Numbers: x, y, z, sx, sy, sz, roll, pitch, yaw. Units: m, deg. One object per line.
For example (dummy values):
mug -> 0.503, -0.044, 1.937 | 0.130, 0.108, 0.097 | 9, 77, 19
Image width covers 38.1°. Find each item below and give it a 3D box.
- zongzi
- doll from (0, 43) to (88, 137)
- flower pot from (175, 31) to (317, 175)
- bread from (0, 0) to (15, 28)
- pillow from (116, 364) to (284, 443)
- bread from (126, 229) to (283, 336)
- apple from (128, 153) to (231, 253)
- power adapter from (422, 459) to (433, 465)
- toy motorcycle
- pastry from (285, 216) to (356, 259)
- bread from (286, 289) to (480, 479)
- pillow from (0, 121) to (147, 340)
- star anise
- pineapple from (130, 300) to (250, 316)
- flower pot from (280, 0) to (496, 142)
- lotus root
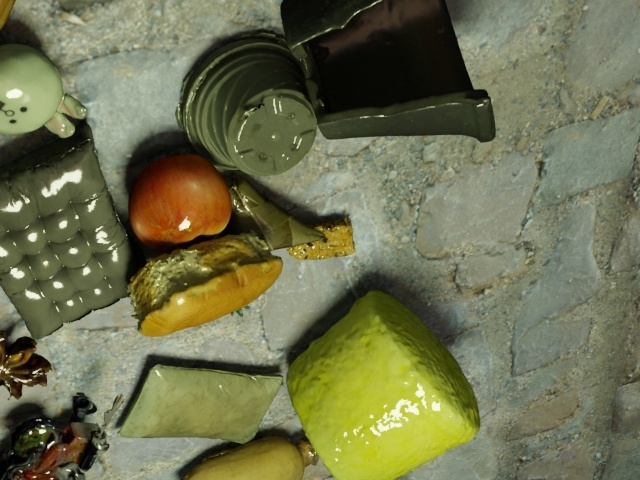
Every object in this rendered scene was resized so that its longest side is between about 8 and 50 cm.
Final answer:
zongzi -> -0.084, -0.049, 1.588 | 0.176, 0.078, 0.160 | -10, 130, -5
doll -> -0.448, -0.223, 1.248 | 0.275, 0.113, 0.155 | 16, 130, -44
flower pot -> -0.094, -0.192, 1.453 | 0.235, 0.140, 0.236 | -14, 126, -21
bread -> -0.490, -0.391, 1.053 | 0.324, 0.167, 0.278 | 23, 100, -31
pillow -> -0.223, 0.321, 1.792 | 0.302, 0.075, 0.185 | 11, 119, -34
bread -> -0.185, 0.068, 1.486 | 0.245, 0.121, 0.174 | -14, 170, -42
apple -> -0.223, -0.060, 1.467 | 0.163, 0.139, 0.163 | -23, 174, -3
power adapter -> 0.218, 0.383, 2.057 | 0.125, 0.130, 0.205 | 5, 121, -33
toy motorcycle -> -0.468, 0.391, 1.660 | 0.207, 0.134, 0.401 | 16, 115, -38
pastry -> 0.000, 0.000, 1.703 | 0.140, 0.056, 0.080 | -10, 115, -21
bread -> 0.113, 0.296, 1.810 | 0.307, 0.348, 0.348 | -36, 134, 12
pillow -> -0.405, -0.003, 1.438 | 0.228, 0.101, 0.326 | -24, 130, -10
star anise -> -0.555, 0.224, 1.531 | 0.234, 0.073, 0.177 | -37, 130, 13
pineapple -> -0.225, 0.100, 1.626 | 0.221, 0.083, 0.103 | -7, 137, -27
flower pot -> 0.092, -0.297, 1.396 | 0.251, 0.379, 0.379 | -19, 133, 9
lotus root -> -0.141, 0.488, 1.915 | 0.303, 0.131, 0.146 | -12, 154, -21
